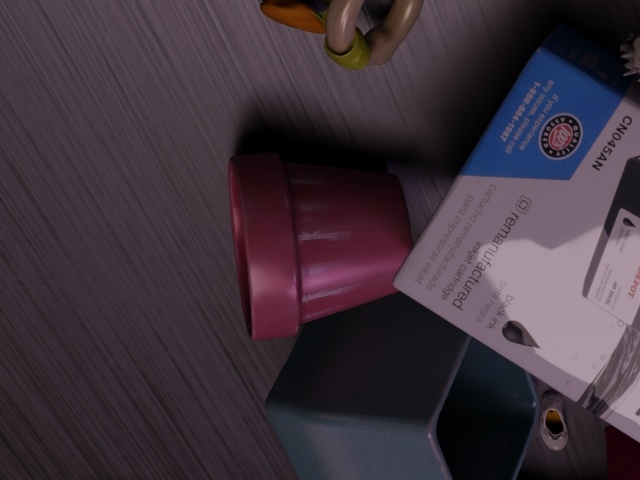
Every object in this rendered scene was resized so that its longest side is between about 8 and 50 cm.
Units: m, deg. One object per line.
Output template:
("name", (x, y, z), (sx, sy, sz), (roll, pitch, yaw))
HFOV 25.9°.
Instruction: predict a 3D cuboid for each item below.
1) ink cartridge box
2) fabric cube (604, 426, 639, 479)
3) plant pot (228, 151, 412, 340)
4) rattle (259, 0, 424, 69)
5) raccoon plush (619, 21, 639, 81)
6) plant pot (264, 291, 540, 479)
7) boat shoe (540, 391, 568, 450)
("ink cartridge box", (0.317, 0.016, 1.361), (0.395, 0.166, 0.285), (32, 112, 5))
("fabric cube", (0.512, 0.380, 1.712), (0.259, 0.258, 0.254), (-17, 126, 21))
("plant pot", (0.000, 0.000, 1.509), (0.180, 0.201, 0.201), (-6, 132, -7))
("rattle", (0.043, -0.279, 1.355), (0.130, 0.143, 0.200), (-1, 123, -35))
("raccoon plush", (0.460, -0.131, 1.322), (0.299, 0.216, 0.446), (-4, 131, 22))
("plant pot", (0.084, 0.198, 1.635), (0.252, 0.248, 0.247), (2, 134, 28))
("boat shoe", (0.297, 0.238, 1.765), (0.035, 0.035, 0.100), (-1, 130, 9))
